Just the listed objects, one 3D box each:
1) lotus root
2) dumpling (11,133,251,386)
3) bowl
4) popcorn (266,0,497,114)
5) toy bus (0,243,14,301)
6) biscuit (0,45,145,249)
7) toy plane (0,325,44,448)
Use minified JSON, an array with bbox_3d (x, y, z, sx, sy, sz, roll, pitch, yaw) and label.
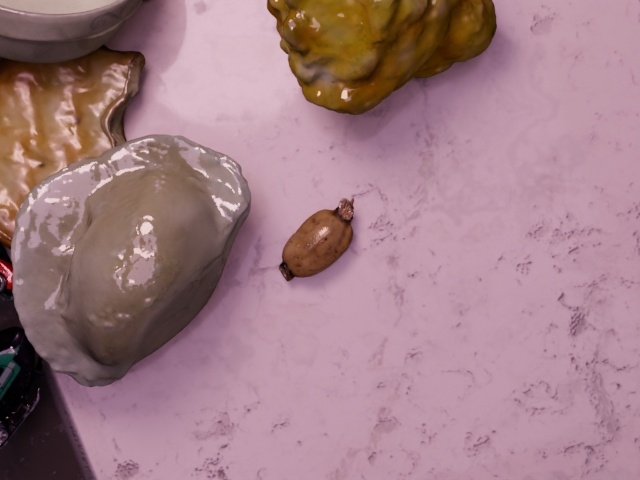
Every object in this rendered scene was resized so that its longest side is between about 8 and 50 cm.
[{"bbox_3d":[0.000,0.000,1.459,0.072,0.063,0.152,42,95,12],"label":"lotus root"},{"bbox_3d":[-0.237,0.023,1.369,0.212,0.270,0.320,9,52,41],"label":"dumpling"},{"bbox_3d":[-0.387,-0.358,1.400,0.307,0.163,0.307,9,52,-11],"label":"bowl"},{"bbox_3d":[0.063,-0.358,1.362,0.292,0.293,0.334,-20,104,3],"label":"popcorn"},{"bbox_3d":[-0.509,0.026,1.475,0.195,0.081,0.089,13,80,4],"label":"toy bus"},{"bbox_3d":[-0.362,-0.135,1.475,0.335,0.078,0.329,-41,85,1],"label":"biscuit"},{"bbox_3d":[-0.508,0.236,1.434,0.155,0.106,0.381,33,103,-22],"label":"toy plane"}]
